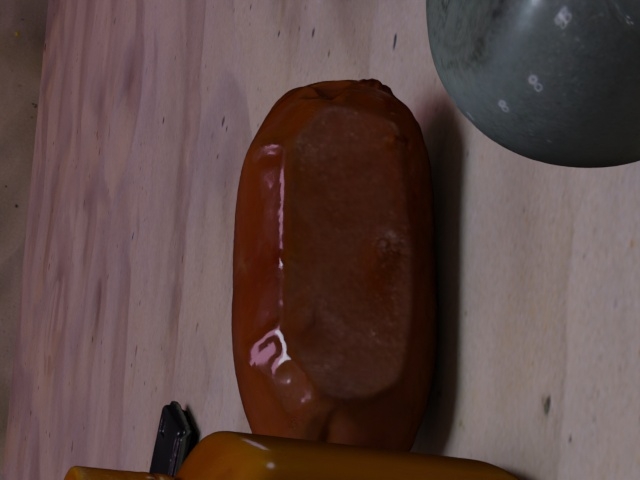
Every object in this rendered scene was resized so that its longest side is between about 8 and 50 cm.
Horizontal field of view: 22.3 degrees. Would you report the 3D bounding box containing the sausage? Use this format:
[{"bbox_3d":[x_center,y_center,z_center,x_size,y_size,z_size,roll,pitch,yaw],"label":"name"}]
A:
[{"bbox_3d":[0.008,0.023,0.967,0.133,0.133,0.258,134,138,-63],"label":"sausage"}]

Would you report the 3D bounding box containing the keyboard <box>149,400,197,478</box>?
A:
[{"bbox_3d":[-0.155,0.271,1.541,0.093,0.025,0.230,-133,54,-67],"label":"keyboard"}]

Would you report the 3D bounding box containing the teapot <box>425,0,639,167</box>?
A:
[{"bbox_3d":[0.124,-0.124,0.664,0.294,0.129,0.193,-121,43,-68],"label":"teapot"}]

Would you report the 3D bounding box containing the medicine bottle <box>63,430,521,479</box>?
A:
[{"bbox_3d":[-0.019,0.172,0.795,0.112,0.222,0.149,170,108,-73],"label":"medicine bottle"}]
